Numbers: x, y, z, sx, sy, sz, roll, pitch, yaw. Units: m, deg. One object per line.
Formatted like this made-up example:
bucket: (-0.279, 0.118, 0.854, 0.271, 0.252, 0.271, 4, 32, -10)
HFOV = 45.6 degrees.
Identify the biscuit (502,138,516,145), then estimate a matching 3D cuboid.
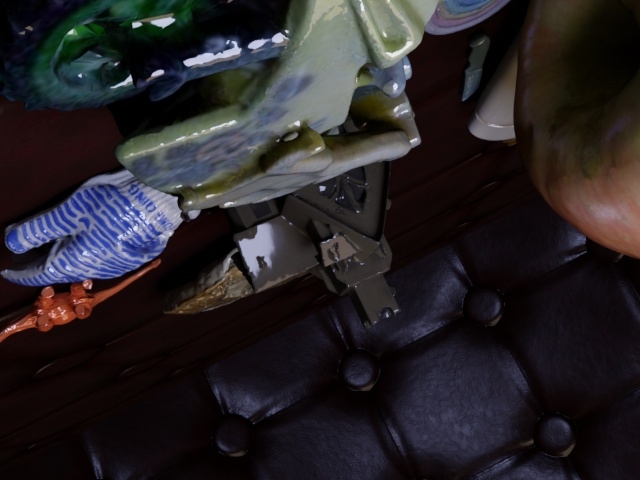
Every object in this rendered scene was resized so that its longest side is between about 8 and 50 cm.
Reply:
biscuit: (0.421, -0.232, 1.415, 0.182, 0.034, 0.215, -19, 166, -35)

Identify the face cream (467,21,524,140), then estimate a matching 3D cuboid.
face cream: (0.300, -0.230, 1.006, 0.173, 0.081, 0.348, -25, 169, -9)

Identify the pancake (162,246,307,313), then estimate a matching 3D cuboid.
pancake: (-0.101, 0.039, 1.294, 0.386, 0.082, 0.387, -27, 173, -3)

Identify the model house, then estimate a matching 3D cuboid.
model house: (0.000, 0.000, 0.920, 0.204, 0.243, 0.211, -25, 169, -16)

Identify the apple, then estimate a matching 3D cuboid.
apple: (0.373, -0.168, 0.668, 0.346, 0.392, 0.391, -3, 161, -18)

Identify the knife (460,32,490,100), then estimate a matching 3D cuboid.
knife: (0.197, -0.221, 0.978, 0.028, 0.015, 0.210, -35, 170, 2)

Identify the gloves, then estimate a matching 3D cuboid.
gloves: (-0.224, -0.012, 0.773, 0.229, 0.097, 0.119, -25, 140, 12)

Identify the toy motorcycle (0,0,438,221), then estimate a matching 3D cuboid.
toy motorcycle: (-0.041, -0.119, 0.506, 0.237, 0.169, 0.410, -22, 175, 2)

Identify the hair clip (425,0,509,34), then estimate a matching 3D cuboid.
hair clip: (0.128, -0.234, 0.684, 0.220, 0.054, 0.140, -32, 163, 6)

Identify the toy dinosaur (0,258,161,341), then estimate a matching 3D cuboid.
toy dinosaur: (-0.330, 0.081, 1.029, 0.279, 0.055, 0.101, -23, 178, -29)
